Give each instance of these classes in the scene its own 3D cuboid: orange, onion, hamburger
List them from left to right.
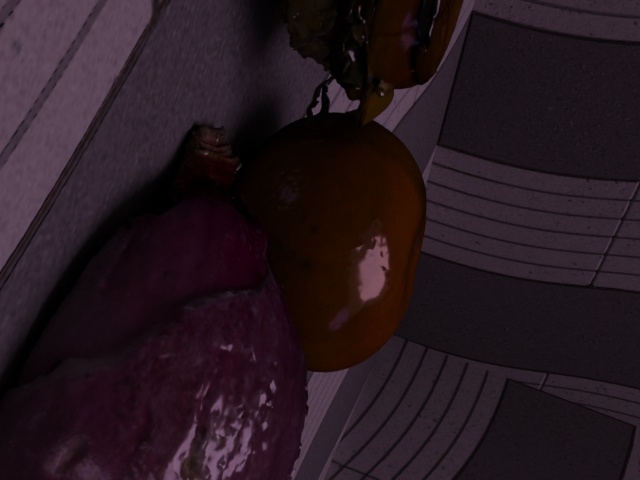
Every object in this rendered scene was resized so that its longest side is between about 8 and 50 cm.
[{"bbox_3d":[-0.077,0.088,0.668,0.267,0.159,0.349,82,31,-76],"label":"onion"},{"bbox_3d":[0.000,0.000,0.868,0.240,0.171,0.240,12,90,-80],"label":"orange"},{"bbox_3d":[0.043,-0.222,0.756,0.243,0.138,0.262,92,20,-55],"label":"hamburger"}]
